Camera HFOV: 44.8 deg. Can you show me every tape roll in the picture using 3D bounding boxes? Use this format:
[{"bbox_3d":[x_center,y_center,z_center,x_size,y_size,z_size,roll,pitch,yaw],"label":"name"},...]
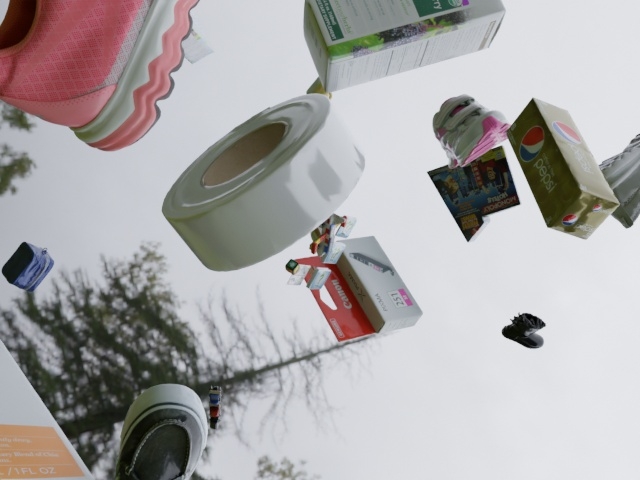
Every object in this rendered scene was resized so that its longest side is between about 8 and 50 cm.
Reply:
[{"bbox_3d":[-0.081,-0.087,1.097,0.100,0.286,0.286,54,-18,-25],"label":"tape roll"}]

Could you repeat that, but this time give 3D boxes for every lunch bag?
[{"bbox_3d":[-0.607,0.053,1.627,0.098,0.065,0.067,-49,-126,3],"label":"lunch bag"}]

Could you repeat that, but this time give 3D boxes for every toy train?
[{"bbox_3d":[-0.232,0.368,1.700,0.158,0.027,0.036,99,-3,-47],"label":"toy train"}]

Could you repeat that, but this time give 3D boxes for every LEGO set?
[{"bbox_3d":[0.011,0.029,1.623,0.060,0.244,0.182,32,-83,20],"label":"LEGO set"}]

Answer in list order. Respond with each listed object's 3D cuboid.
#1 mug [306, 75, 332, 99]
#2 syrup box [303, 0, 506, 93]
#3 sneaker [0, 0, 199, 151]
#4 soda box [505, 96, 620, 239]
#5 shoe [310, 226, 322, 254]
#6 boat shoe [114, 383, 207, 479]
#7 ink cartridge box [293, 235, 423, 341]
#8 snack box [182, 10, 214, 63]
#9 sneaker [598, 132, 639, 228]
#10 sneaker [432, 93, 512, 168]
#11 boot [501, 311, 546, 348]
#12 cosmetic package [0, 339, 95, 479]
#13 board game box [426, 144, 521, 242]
[{"bbox_3d":[0.009,-0.406,2.089,0.078,0.062,0.064,41,-54,8],"label":"mug"},{"bbox_3d":[0.104,-0.278,0.994,0.096,0.237,0.093,97,-26,-72],"label":"syrup box"},{"bbox_3d":[-0.135,-0.215,0.522,0.116,0.136,0.313,39,-72,49],"label":"sneaker"},{"bbox_3d":[0.280,-0.088,0.914,0.061,0.058,0.181,-58,-153,37],"label":"soda box"},{"bbox_3d":[0.000,0.000,2.123,0.058,0.077,0.219,-25,-94,30],"label":"shoe"},{"bbox_3d":[-0.235,0.352,1.101,0.119,0.121,0.335,-101,-154,-55],"label":"boat shoe"},{"bbox_3d":[0.095,0.116,1.990,0.275,0.239,0.060,60,-39,31],"label":"ink cartridge box"},{"bbox_3d":[-0.328,-0.509,1.759,0.174,0.070,0.207,62,6,2],"label":"snack box"},{"bbox_3d":[0.554,-0.123,1.262,0.115,0.281,0.105,57,-11,-1],"label":"sneaker"},{"bbox_3d":[0.245,-0.195,1.335,0.111,0.103,0.252,58,-5,-3],"label":"sneaker"},{"bbox_3d":[0.503,0.215,1.858,0.099,0.121,0.045,125,-19,-56],"label":"boot"},{"bbox_3d":[-0.544,0.295,1.152,0.453,0.230,0.161,32,-78,43],"label":"cosmetic package"},{"bbox_3d":[0.374,-0.102,1.836,0.194,0.060,0.194,-18,-94,28],"label":"board game box"}]
